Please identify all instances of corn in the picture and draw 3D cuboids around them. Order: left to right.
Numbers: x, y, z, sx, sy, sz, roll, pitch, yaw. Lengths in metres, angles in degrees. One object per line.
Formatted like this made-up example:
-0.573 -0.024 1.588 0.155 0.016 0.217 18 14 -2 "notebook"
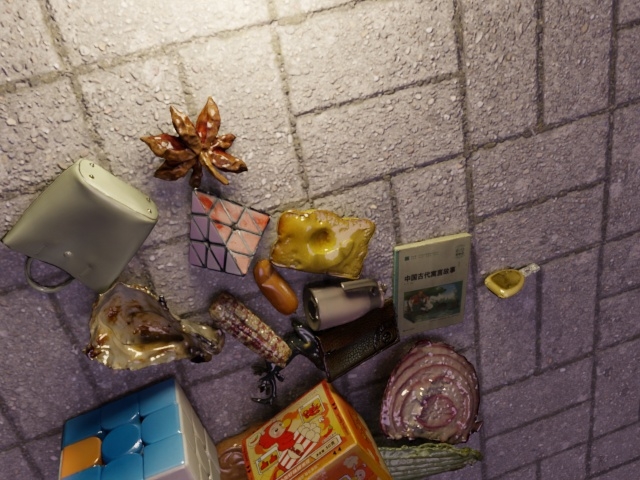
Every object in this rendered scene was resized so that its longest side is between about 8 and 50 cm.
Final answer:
-0.161 0.213 1.575 0.237 0.079 0.079 40 99 -17 "corn"

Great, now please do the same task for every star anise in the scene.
-0.251 -0.185 1.343 0.212 0.111 0.196 -4 111 -10 "star anise"

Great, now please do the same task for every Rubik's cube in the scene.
-0.408 0.555 1.560 0.291 0.290 0.291 -22 123 -4 "Rubik's cube"
-0.248 -0.013 1.450 0.178 0.211 0.190 -33 109 31 "Rubik's cube"

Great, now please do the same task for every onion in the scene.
0.295 0.416 1.848 0.314 0.146 0.280 14 84 -19 "onion"

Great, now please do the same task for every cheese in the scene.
0.524 0.101 1.793 0.162 0.086 0.036 -23 130 -24 "cheese"

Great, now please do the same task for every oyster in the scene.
-0.354 0.198 1.489 0.337 0.133 0.198 20 109 -31 "oyster"

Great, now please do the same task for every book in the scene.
0.286 0.121 1.744 0.214 0.025 0.283 -12 122 -12 "book"

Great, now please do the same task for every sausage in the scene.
-0.108 0.113 1.579 0.062 0.054 0.183 -54 125 -26 "sausage"

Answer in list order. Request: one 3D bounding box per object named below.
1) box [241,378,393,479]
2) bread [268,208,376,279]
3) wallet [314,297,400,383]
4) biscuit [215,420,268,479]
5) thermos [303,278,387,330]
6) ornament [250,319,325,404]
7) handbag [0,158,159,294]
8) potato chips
-0.014 0.546 1.659 0.283 0.259 0.214 -38 118 2 "box"
0.000 0.000 1.541 0.232 0.088 0.161 9 109 -21 "bread"
0.101 0.250 1.684 0.243 0.039 0.133 -24 111 -32 "wallet"
-0.167 0.672 1.853 0.365 0.062 0.385 33 102 -30 "biscuit"
0.068 0.142 1.621 0.193 0.105 0.137 -9 145 -20 "thermos"
-0.066 0.334 1.701 0.202 0.080 0.236 38 97 -29 "ornament"
-0.493 0.005 1.354 0.241 0.109 0.315 35 105 -30 "handbag"
0.235 0.629 1.887 0.429 0.070 0.358 -5 151 -5 "potato chips"
